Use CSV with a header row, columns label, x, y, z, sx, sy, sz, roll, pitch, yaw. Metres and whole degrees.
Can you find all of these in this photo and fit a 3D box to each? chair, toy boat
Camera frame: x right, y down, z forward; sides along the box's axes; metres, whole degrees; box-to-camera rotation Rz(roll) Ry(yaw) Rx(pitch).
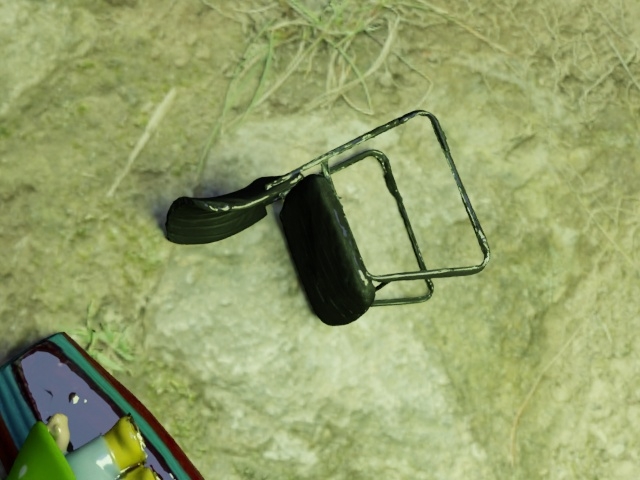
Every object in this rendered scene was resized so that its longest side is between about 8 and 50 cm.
label,x,y,z,sx,sy,sz,roll,pitch,yaw
chair,0.000,0.000,1.530,0.221,0.140,0.145,-17,82,-21
toy boat,-0.126,0.248,1.461,0.136,0.079,0.392,-34,87,-22

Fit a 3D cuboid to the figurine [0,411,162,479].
label,x,y,z,sx,sy,sz,roll,pitch,yaw
figurine,-0.242,0.222,1.368,0.263,0.143,0.162,-26,91,-7
